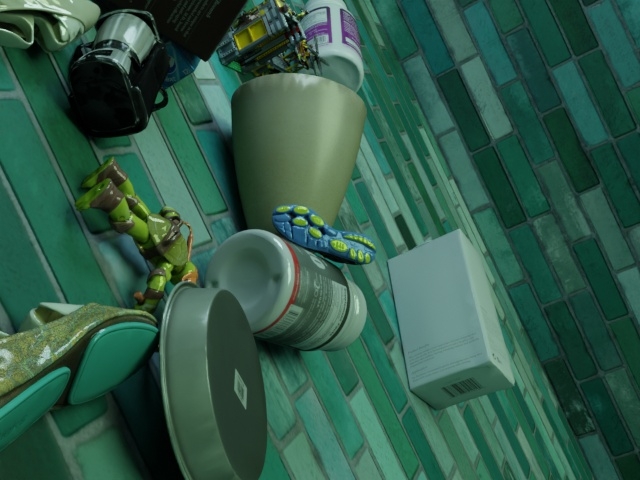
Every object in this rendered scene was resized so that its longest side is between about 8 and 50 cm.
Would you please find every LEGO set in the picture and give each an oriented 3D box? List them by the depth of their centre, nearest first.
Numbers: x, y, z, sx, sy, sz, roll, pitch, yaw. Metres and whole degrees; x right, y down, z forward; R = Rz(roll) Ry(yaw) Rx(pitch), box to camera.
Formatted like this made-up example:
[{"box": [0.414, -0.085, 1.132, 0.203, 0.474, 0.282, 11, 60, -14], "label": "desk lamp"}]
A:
[{"box": [-0.106, -0.484, 1.722, 0.331, 0.192, 0.255, 21, 48, -60], "label": "LEGO set"}]

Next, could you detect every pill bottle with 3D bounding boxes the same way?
[{"box": [-0.046, 0.093, 1.296, 0.283, 0.161, 0.161, 28, 42, -57], "label": "pill bottle"}, {"box": [0.019, -0.508, 2.064, 0.169, 0.169, 0.302, 46, 29, -39], "label": "pill bottle"}]

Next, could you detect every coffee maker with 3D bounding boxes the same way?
[{"box": [-0.281, -0.227, 1.158, 0.171, 0.120, 0.178, 52, 26, -32], "label": "coffee maker"}]

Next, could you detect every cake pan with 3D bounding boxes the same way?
[{"box": [-0.129, 0.192, 1.029, 0.293, 0.054, 0.293, -11, 90, -81], "label": "cake pan"}]

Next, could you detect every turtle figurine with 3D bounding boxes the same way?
[{"box": [-0.231, 0.003, 1.071, 0.217, 0.087, 0.270, 52, 26, -30], "label": "turtle figurine"}]

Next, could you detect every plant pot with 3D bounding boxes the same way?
[{"box": [-0.048, -0.120, 1.447, 0.256, 0.256, 0.274, 32, 55, -53], "label": "plant pot"}]

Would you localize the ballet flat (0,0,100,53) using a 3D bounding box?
[{"box": [-0.382, -0.287, 1.047, 0.248, 0.086, 0.086, -9, 75, -58], "label": "ballet flat"}]

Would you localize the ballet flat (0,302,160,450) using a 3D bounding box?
[{"box": [-0.287, 0.121, 0.812, 0.123, 0.123, 0.348, 65, 20, -1], "label": "ballet flat"}]

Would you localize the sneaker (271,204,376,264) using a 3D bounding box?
[{"box": [0.000, 0.000, 1.326, 0.188, 0.078, 0.067, 23, 67, -17], "label": "sneaker"}]

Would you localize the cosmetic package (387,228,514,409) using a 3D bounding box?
[{"box": [0.311, 0.189, 1.936, 0.156, 0.217, 0.385, 43, 33, -43], "label": "cosmetic package"}]

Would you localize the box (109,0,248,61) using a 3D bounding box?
[{"box": [-0.223, -0.444, 1.316, 0.203, 0.167, 0.168, 29, 33, -20], "label": "box"}]

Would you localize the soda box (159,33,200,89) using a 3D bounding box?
[{"box": [-0.250, -0.356, 1.425, 0.067, 0.071, 0.210, 52, 26, -26], "label": "soda box"}]
